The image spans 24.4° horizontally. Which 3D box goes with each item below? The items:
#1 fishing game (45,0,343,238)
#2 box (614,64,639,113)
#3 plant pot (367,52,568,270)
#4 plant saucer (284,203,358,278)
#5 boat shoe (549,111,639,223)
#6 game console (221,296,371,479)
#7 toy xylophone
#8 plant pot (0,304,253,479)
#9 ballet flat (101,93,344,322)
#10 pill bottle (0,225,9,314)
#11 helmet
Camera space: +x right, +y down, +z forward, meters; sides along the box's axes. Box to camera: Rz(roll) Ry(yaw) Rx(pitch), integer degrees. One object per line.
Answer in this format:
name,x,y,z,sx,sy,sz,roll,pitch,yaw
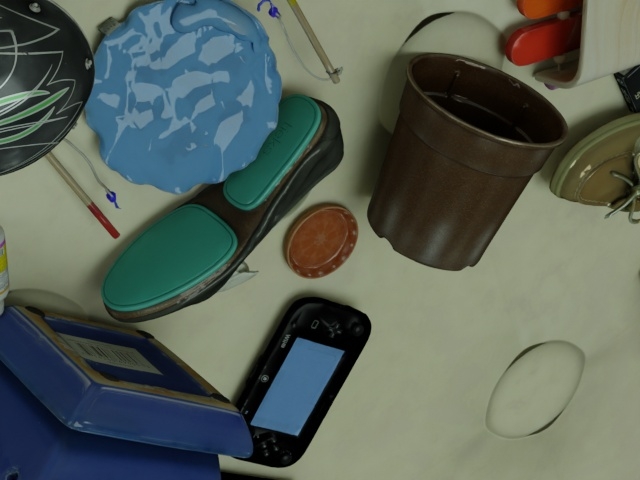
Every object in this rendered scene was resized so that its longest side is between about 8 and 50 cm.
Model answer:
fishing game,-0.123,-0.131,1.299,0.264,0.041,0.189,-38,125,-1
box,0.365,-0.186,1.620,0.083,0.018,0.067,-40,134,-5
plant pot,0.132,-0.071,1.447,0.167,0.167,0.165,0,127,-35
plant saucer,0.000,0.000,1.493,0.083,0.013,0.083,-19,129,-25
boat shoe,0.382,-0.081,1.642,0.285,0.089,0.104,-13,140,-29
game console,-0.074,0.216,1.567,0.213,0.044,0.361,15,109,-41
toy xylophone,0.308,-0.294,1.463,0.236,0.081,0.322,-13,126,-28
plant pot,-0.217,0.194,1.329,0.236,0.236,0.212,17,102,-42
ballet flat,-0.078,-0.013,1.379,0.280,0.095,0.096,-43,146,-3
pill bottle,-0.293,0.027,1.284,0.043,0.043,0.083,-16,127,-26
helmet,-0.262,-0.125,1.120,0.169,0.161,0.169,-18,128,-25
